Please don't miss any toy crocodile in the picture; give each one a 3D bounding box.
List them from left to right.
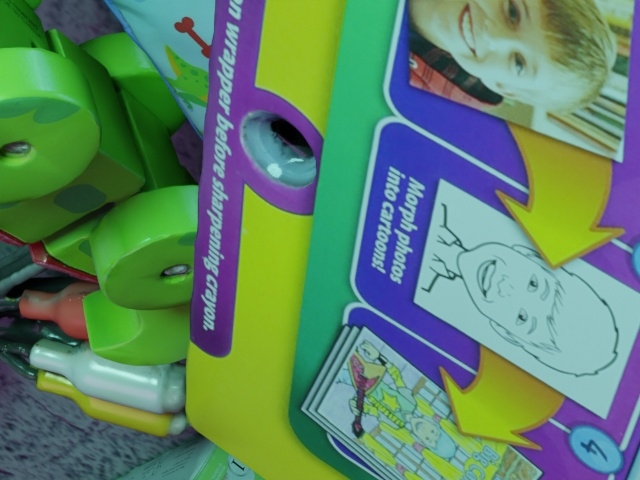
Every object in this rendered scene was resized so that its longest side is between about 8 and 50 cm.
[{"bbox_3d":[-0.120,-0.045,0.744,0.105,0.115,0.340,-27,151,10],"label":"toy crocodile"}]

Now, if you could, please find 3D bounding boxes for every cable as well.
[{"bbox_3d":[-0.189,0.049,1.010,0.287,0.072,0.139,1,136,8],"label":"cable"}]

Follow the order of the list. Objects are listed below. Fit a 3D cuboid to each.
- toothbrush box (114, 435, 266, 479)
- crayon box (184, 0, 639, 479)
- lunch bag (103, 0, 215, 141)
[{"bbox_3d":[-0.028,0.268,1.167,0.283,0.122,0.206,40,144,-15],"label":"toothbrush box"},{"bbox_3d":[0.116,0.003,0.558,0.313,0.106,0.363,32,141,19],"label":"crayon box"},{"bbox_3d":[-0.002,-0.117,0.705,0.176,0.090,0.219,-3,134,35],"label":"lunch bag"}]
